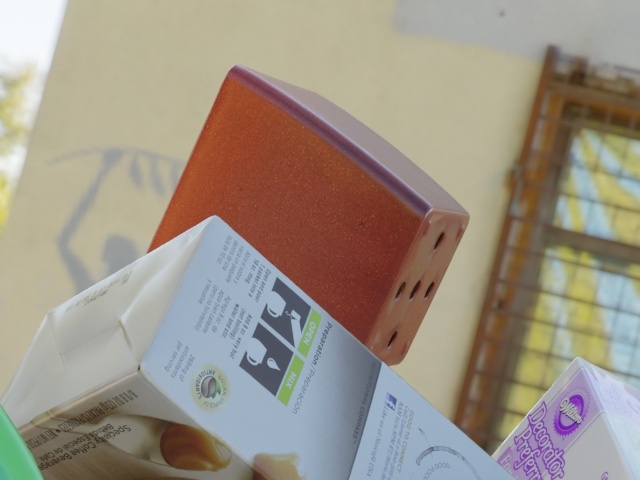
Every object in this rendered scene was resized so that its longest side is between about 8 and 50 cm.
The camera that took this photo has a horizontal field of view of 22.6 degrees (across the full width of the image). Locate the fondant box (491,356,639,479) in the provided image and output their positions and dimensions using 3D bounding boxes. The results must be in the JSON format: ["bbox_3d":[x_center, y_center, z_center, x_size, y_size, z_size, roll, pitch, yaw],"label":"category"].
[{"bbox_3d":[0.193,0.303,1.432,0.096,0.330,0.238,29,22,-23],"label":"fondant box"}]

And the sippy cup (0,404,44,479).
[{"bbox_3d":[-0.204,0.120,0.352,0.224,0.240,0.305,-22,-63,43],"label":"sippy cup"}]

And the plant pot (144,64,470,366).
[{"bbox_3d":[0.000,0.000,1.660,0.235,0.267,0.267,26,7,17],"label":"plant pot"}]

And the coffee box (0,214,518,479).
[{"bbox_3d":[-0.020,0.120,0.770,0.246,0.098,0.141,41,-44,-21],"label":"coffee box"}]
